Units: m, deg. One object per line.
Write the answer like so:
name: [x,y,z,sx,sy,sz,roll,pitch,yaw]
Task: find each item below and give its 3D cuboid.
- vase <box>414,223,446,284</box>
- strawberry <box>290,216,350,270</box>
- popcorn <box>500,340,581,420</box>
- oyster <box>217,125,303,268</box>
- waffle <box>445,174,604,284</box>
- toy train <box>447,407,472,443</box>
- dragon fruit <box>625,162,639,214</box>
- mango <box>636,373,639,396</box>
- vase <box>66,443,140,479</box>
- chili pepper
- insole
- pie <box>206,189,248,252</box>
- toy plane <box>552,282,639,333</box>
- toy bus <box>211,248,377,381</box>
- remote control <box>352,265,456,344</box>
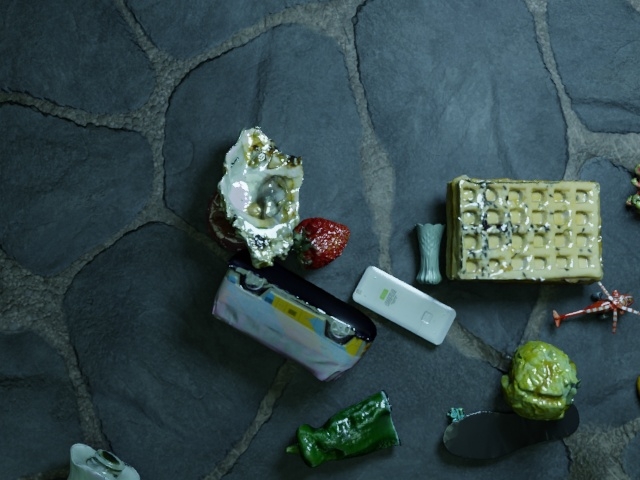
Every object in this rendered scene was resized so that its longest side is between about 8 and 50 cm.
vase: [0.270,0.033,1.621,0.081,0.081,0.148,0,89,-1]
strawberry: [-0.005,0.003,1.610,0.131,0.148,0.131,11,109,36]
popcorn: [0.532,0.329,1.554,0.213,0.198,0.197,8,84,-35]
oyster: [-0.151,-0.098,1.576,0.201,0.107,0.354,13,63,-18]
waffle: [0.486,-0.025,1.578,0.377,0.114,0.260,2,88,-10]
toy train: [0.342,0.454,1.612,0.045,0.029,0.092,-12,84,-9]
dragon fruit: [0.841,-0.135,1.602,0.167,0.160,0.172,29,89,-40]
mango: [0.818,0.367,1.611,0.079,0.057,0.114,-19,94,-6]
vase: [-0.595,0.692,1.489,0.250,0.250,0.445,31,81,2]
chili pepper: [0.047,0.467,1.576,0.271,0.099,0.136,-18,111,-8]
insole: [0.467,0.460,1.606,0.349,0.009,0.118,-10,88,-7]
pie: [-0.197,-0.061,1.635,0.183,0.049,0.182,1,83,-6]
toy plane: [0.674,0.177,1.617,0.194,0.077,0.126,-35,83,5]
toy bus: [-0.066,0.187,1.566,0.387,0.171,0.162,29,103,3]
remote control: [0.206,0.160,1.630,0.250,0.034,0.103,27,86,1]
